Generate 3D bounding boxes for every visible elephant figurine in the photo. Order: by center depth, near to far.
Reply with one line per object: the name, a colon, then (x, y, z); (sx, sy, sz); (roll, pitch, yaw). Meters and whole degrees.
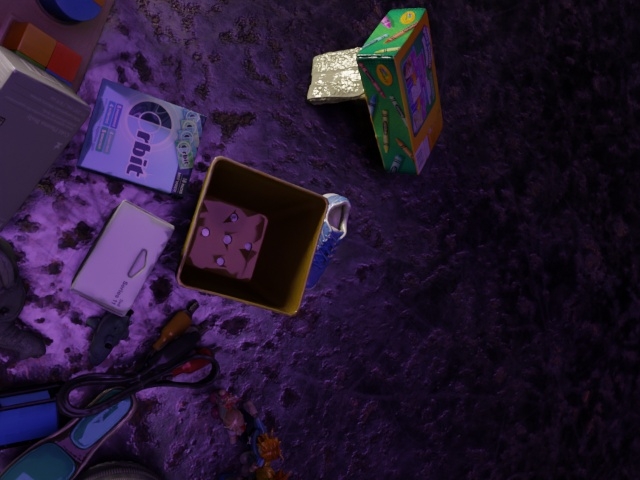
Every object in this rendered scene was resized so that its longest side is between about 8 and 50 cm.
elephant figurine: (-0.521, 0.060, 0.778); (0.239, 0.186, 0.170); (12, 41, -35)

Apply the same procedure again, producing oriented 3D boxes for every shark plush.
shark plush: (-0.336, 0.155, 0.857); (0.073, 0.161, 0.067); (38, 42, -31)

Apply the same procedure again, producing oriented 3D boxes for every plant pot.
plant pot: (-0.140, -0.003, 0.923); (0.212, 0.187, 0.213); (19, 82, -24)

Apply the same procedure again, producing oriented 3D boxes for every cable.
cable: (-0.291, 0.230, 0.891); (0.287, 0.072, 0.140); (-31, 93, -32)

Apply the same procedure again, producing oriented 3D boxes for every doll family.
doll family: (-0.120, 0.386, 0.944); (0.118, 0.163, 0.263); (-7, 93, -25)

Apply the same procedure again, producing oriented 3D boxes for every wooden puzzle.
wooden puzzle: (-0.454, -0.351, 0.748); (0.322, 0.080, 0.348); (29, 73, -58)

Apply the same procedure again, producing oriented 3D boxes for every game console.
game console: (-0.469, 0.280, 0.831); (0.122, 0.107, 0.071); (-5, 63, -26)

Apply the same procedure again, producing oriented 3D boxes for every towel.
towel: (0.040, -0.329, 1.040); (0.027, 0.148, 0.110); (15, 82, -55)

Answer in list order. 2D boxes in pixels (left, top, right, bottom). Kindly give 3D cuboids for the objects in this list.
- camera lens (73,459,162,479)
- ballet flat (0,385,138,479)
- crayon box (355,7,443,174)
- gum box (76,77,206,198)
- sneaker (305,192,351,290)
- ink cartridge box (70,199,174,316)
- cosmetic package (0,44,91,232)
camera lens: (-0.313, 0.484, 0.790); (0.219, 0.274, 0.220); (0, 90, -25)
ballet flat: (-0.408, 0.339, 0.847); (0.248, 0.086, 0.086); (-37, 105, -29)
crayon box: (0.168, -0.289, 1.040); (0.165, 0.081, 0.279); (-59, 144, -31)
gum box: (-0.313, -0.175, 0.921); (0.184, 0.041, 0.157); (16, 83, -24)
sneaker: (0.000, 0.000, 1.049); (0.080, 0.081, 0.211); (22, 82, -26)
ink cartridge box: (-0.318, 0.024, 0.825); (0.086, 0.208, 0.153); (31, 77, -22)
cosmetic package: (-0.456, -0.138, 0.729); (0.238, 0.107, 0.127); (-53, 153, 7)
